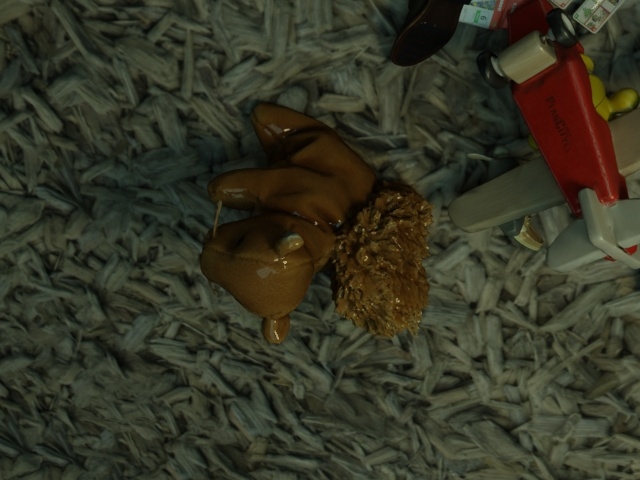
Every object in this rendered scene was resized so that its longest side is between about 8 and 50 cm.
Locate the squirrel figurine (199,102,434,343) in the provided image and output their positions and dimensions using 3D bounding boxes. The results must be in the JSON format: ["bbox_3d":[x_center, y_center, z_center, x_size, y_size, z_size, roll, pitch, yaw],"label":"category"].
[{"bbox_3d":[0.000,0.000,1.278,0.397,0.370,0.280,18,115,2],"label":"squirrel figurine"}]

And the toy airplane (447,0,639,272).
[{"bbox_3d":[0.407,-0.136,1.201,0.386,0.272,0.384,27,108,33],"label":"toy airplane"}]

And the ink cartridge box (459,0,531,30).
[{"bbox_3d":[0.267,-0.365,1.257,0.115,0.029,0.062,15,116,3],"label":"ink cartridge box"}]

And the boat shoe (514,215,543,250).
[{"bbox_3d":[0.338,-0.037,1.379,0.135,0.050,0.045,40,120,-9],"label":"boat shoe"}]

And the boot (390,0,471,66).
[{"bbox_3d":[0.172,-0.374,1.255,0.082,0.106,0.219,10,147,-24],"label":"boot"}]

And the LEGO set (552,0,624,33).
[{"bbox_3d":[0.422,-0.460,1.192,0.183,0.060,0.244,30,117,-17],"label":"LEGO set"}]
